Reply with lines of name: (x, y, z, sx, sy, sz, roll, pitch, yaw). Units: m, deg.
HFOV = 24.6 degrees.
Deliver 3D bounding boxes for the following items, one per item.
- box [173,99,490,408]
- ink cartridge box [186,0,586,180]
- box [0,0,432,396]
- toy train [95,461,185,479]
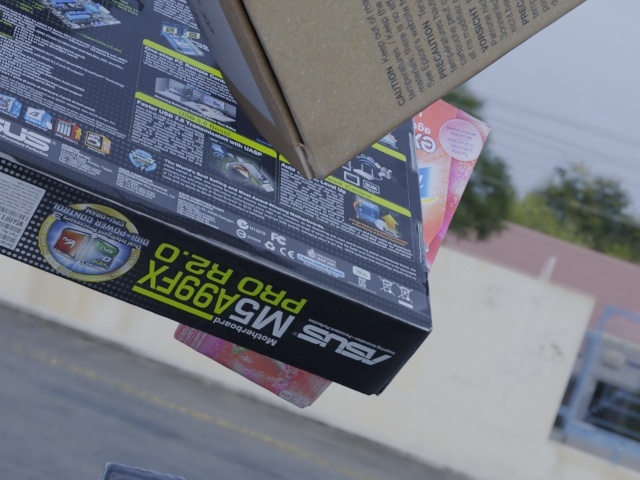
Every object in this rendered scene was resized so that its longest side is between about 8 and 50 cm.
box: (0.000, 0.000, 1.206, 0.142, 0.154, 0.300, 28, -31, -5)
ink cartridge box: (0.020, -0.171, 0.547, 0.088, 0.193, 0.235, 47, -14, 47)
box: (-0.073, -0.053, 0.785, 0.270, 0.060, 0.216, 22, 36, -19)
toy train: (-0.122, 0.354, 1.613, 0.333, 0.142, 0.190, 15, -43, -4)
